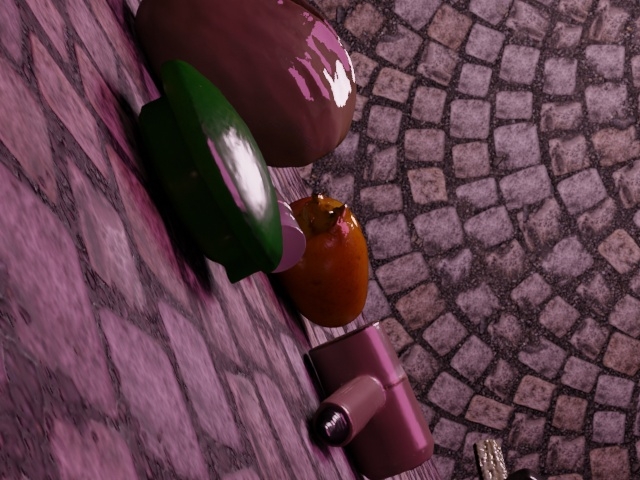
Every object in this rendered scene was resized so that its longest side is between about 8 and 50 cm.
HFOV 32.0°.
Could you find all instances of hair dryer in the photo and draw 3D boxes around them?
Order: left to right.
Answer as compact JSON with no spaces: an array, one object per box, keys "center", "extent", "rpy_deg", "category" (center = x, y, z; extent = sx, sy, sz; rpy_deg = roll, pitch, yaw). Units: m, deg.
[{"center":[0.040,0.210,1.306],"extent":[0.189,0.106,0.344],"rpy_deg":[67,12,3],"category":"hair dryer"}]

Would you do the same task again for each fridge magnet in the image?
[{"center":[-0.095,-0.062,0.991],"extent":[0.208,0.088,0.208],"rpy_deg":[-25,90,-88],"category":"fridge magnet"}]

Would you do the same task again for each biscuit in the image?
[{"center":[0.274,0.420,1.657],"extent":[0.150,0.052,0.252],"rpy_deg":[55,23,-76],"category":"biscuit"}]

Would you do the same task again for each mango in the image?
[{"center":[0.001,0.036,1.506],"extent":[0.154,0.126,0.252],"rpy_deg":[54,-9,28],"category":"mango"}]

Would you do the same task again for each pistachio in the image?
[{"center":[-0.079,-0.199,1.278],"extent":[0.288,0.197,0.166],"rpy_deg":[41,7,-20],"category":"pistachio"}]

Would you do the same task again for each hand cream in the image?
[{"center":[-0.092,-0.077,1.367],"extent":[0.111,0.070,0.312],"rpy_deg":[57,4,-41],"category":"hand cream"}]

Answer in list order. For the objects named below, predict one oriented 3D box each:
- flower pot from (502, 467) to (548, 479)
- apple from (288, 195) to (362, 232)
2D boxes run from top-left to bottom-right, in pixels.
[{"center":[0.269,0.456,1.403],"extent":[0.251,0.379,0.379],"rpy_deg":[43,2,4],"category":"flower pot"},{"center":[0.000,0.000,1.689],"extent":[0.146,0.146,0.146],"rpy_deg":[-25,90,-87],"category":"apple"}]
